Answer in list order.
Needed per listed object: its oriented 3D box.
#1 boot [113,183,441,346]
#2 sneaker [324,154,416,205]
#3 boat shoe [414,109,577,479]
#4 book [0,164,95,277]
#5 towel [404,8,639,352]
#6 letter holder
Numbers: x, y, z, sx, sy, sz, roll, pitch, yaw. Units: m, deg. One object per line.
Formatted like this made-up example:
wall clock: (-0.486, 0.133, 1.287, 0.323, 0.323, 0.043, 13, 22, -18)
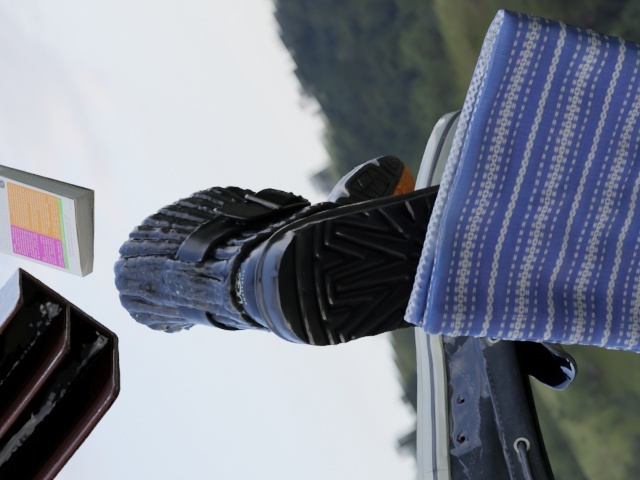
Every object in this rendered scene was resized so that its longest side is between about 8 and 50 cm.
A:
boot: (0.025, 0.013, 1.652, 0.260, 0.348, 0.131, 0, 93, 56)
sneaker: (0.000, 0.000, 2.171, 0.099, 0.262, 0.121, 54, 153, -20)
boat shoe: (0.178, 0.105, 1.933, 0.187, 0.156, 0.500, 51, -145, -64)
book: (-0.308, -0.022, 2.079, 0.035, 0.144, 0.096, -31, -50, -50)
towel: (0.215, -0.032, 1.472, 0.336, 0.243, 0.040, 7, -169, -45)
letter holder: (-0.381, 0.218, 2.238, 0.152, 0.302, 0.214, 37, -170, -17)
